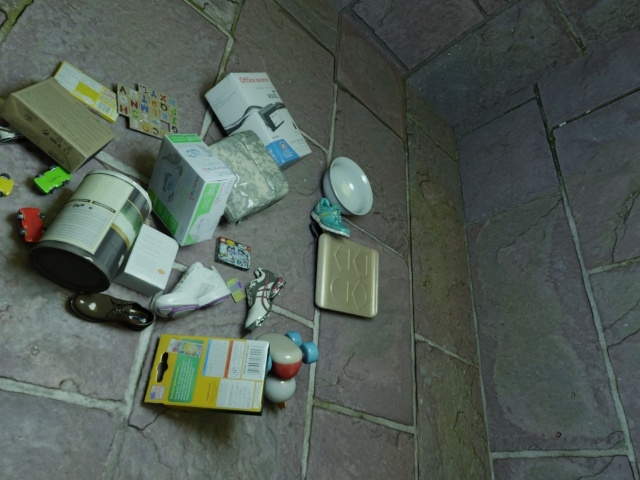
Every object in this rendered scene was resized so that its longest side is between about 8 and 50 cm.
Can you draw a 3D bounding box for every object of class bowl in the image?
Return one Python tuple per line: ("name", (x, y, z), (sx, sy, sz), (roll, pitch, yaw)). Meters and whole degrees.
("bowl", (0.106, -0.239, 2.172), (0.298, 0.134, 0.298), (24, 54, -39))

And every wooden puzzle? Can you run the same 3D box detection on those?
("wooden puzzle", (0.112, 0.161, 1.991), (0.348, 0.080, 0.322), (17, 68, -38))

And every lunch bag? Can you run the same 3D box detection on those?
("lunch bag", (-0.307, -0.228, 1.652), (0.256, 0.212, 0.305), (-37, 98, -51))

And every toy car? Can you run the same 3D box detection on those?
("toy car", (-0.150, 0.454, 1.536), (0.219, 0.210, 0.238), (-1, 100, -34))
("toy car", (-0.773, -0.127, 1.216), (0.239, 0.053, 0.225), (52, 41, -16))

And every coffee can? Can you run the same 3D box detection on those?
("coffee can", (-0.608, -0.027, 1.222), (0.201, 0.201, 0.275), (38, 45, -29))

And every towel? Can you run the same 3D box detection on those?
("towel", (-0.299, 0.176, 1.611), (0.060, 0.009, 0.083), (-31, 94, -50))

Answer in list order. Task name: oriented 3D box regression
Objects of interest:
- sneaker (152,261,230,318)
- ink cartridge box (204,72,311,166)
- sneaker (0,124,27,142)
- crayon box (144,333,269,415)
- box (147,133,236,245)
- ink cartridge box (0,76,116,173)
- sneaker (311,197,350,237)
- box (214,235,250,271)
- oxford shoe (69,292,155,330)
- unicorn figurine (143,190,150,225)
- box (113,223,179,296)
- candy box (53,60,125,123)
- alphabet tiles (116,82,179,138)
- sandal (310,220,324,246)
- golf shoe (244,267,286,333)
("sneaker", (-0.416, 0.152, 1.416), (0.152, 0.114, 0.305), (65, 24, 7))
("ink cartridge box", (-0.245, -0.474, 1.853), (0.395, 0.166, 0.285), (59, 29, -6))
("sneaker", (-0.832, -0.303, 1.252), (0.109, 0.040, 0.044), (-28, 90, -51))
("crayon box", (-0.320, 0.391, 1.326), (0.323, 0.083, 0.203), (5, 59, -1))
("box", (-0.408, -0.158, 1.412), (0.127, 0.262, 0.231), (-17, 57, -49))
("ink cartridge box", (-0.739, -0.330, 1.291), (0.234, 0.088, 0.193), (45, 24, -21))
("sneaker", (0.046, -0.100, 1.953), (0.107, 0.110, 0.275), (21, 17, -38))
("box", (-0.317, 0.050, 1.642), (0.137, 0.027, 0.094), (23, 54, -39))
("oxford shoe", (-0.564, 0.186, 1.250), (0.227, 0.096, 0.083), (23, 57, -37))
("unicorn figurine", (-0.577, -0.123, 1.403), (0.060, 0.111, 0.162), (6, 80, -57))
("box", (-0.523, 0.061, 1.361), (0.130, 0.091, 0.170), (34, 48, -33))
("candy box", (-0.741, -0.472, 1.449), (0.206, 0.027, 0.105), (32, 46, -33))
("alphabet tiles", (-0.600, -0.456, 1.588), (0.237, 0.009, 0.198), (14, 61, -52))
("sandal", (0.000, 0.000, 2.006), (0.067, 0.040, 0.179), (-22, 85, -49))
("golf shoe", (-0.226, 0.214, 1.617), (0.120, 0.105, 0.273), (38, 38, -12))
